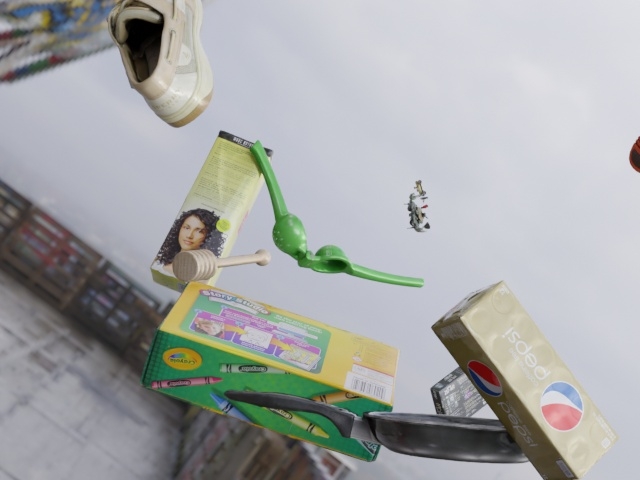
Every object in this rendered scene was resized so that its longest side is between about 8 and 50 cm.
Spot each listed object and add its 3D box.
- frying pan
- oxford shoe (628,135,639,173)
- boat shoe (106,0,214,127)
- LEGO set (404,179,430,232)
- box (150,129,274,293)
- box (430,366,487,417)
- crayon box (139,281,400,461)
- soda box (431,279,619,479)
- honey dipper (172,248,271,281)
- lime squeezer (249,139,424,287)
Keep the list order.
[{"bbox_3d":[0.076,0.184,1.185,0.326,0.053,0.197,5,-6,-11],"label":"frying pan"},{"bbox_3d":[0.609,-0.179,1.884,0.098,0.271,0.097,45,14,-53],"label":"oxford shoe"},{"bbox_3d":[-0.215,-0.272,1.531,0.098,0.109,0.302,36,27,-44],"label":"boat shoe"},{"bbox_3d":[0.114,-0.036,1.444,0.083,0.023,0.054,-62,136,-67],"label":"LEGO set"},{"bbox_3d":[-0.148,-0.035,1.675,0.087,0.232,0.058,21,-23,5],"label":"box"},{"bbox_3d":[0.183,0.199,1.563,0.018,0.083,0.067,17,-48,50],"label":"box"},{"bbox_3d":[-0.051,0.147,1.408,0.278,0.081,0.165,18,18,1],"label":"crayon box"},{"bbox_3d":[0.184,0.128,1.087,0.181,0.061,0.058,54,-25,-3],"label":"soda box"},{"bbox_3d":[-0.091,0.022,1.197,0.030,0.030,0.161,36,16,21],"label":"honey dipper"},{"bbox_3d":[0.000,0.000,1.666,0.310,0.059,0.110,39,38,-5],"label":"lime squeezer"}]
